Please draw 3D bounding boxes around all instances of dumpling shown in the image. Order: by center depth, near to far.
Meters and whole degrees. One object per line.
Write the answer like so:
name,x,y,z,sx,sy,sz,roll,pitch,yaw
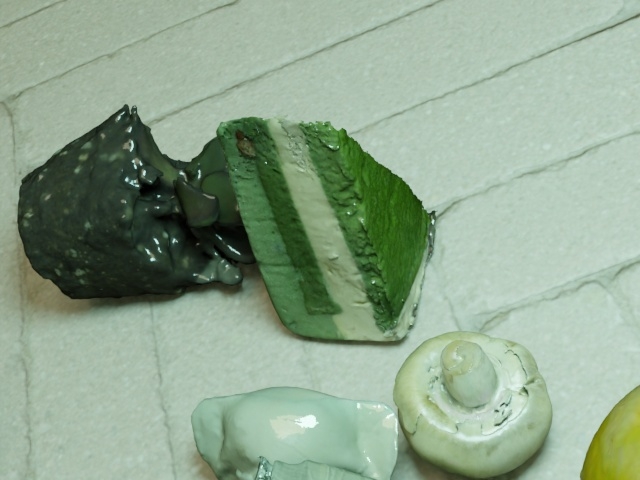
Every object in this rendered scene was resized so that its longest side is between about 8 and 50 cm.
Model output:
dumpling,-0.028,0.220,1.288,0.229,0.124,0.151,2,91,30

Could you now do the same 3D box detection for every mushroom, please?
mushroom,0.146,0.151,1.248,0.154,0.122,0.154,-8,45,8

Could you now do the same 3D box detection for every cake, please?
cake,-0.002,-0.004,1.344,0.158,0.283,0.172,-2,70,24

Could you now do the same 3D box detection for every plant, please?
plant,-0.200,-0.042,1.510,0.276,0.188,0.198,-14,50,14

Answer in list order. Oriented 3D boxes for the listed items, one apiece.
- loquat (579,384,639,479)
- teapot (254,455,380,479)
loquat,0.319,0.220,1.046,0.244,0.244,0.243,-12,50,15
teapot,0.027,0.265,1.201,0.201,0.107,0.077,17,48,0
